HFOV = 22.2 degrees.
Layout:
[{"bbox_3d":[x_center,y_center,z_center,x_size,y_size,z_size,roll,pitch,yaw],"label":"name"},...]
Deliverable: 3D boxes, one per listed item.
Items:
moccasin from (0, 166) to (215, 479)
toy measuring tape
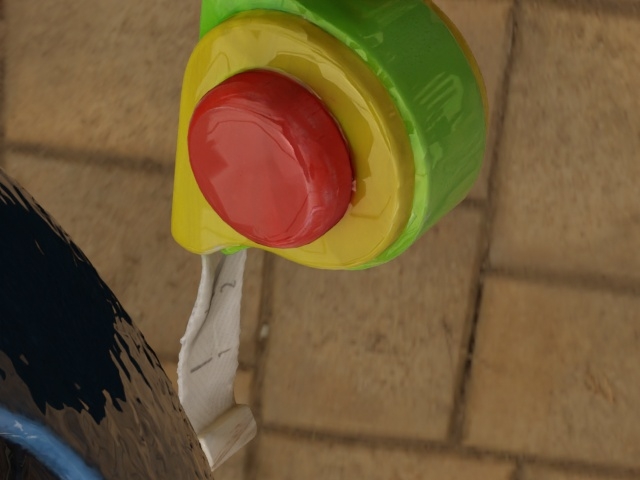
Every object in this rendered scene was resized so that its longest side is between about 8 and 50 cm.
[{"bbox_3d":[-0.122,0.032,0.360,0.117,0.137,0.342,-32,150,5],"label":"moccasin"},{"bbox_3d":[0.000,0.000,0.675,0.121,0.121,0.330,10,130,1],"label":"toy measuring tape"}]
